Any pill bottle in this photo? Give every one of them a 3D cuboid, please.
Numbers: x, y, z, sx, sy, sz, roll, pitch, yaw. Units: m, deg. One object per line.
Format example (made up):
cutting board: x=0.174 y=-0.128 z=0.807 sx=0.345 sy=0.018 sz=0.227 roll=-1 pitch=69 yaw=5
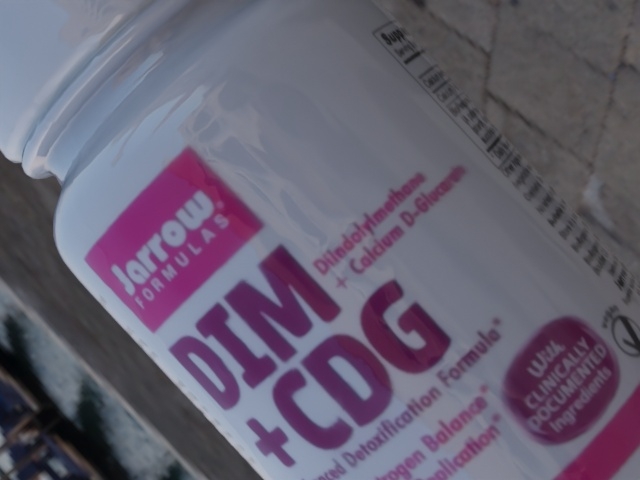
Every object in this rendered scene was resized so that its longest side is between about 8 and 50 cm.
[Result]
pill bottle: x=0.000 y=0.000 z=0.495 sx=0.283 sy=0.160 sz=0.160 roll=47 pitch=161 yaw=0
